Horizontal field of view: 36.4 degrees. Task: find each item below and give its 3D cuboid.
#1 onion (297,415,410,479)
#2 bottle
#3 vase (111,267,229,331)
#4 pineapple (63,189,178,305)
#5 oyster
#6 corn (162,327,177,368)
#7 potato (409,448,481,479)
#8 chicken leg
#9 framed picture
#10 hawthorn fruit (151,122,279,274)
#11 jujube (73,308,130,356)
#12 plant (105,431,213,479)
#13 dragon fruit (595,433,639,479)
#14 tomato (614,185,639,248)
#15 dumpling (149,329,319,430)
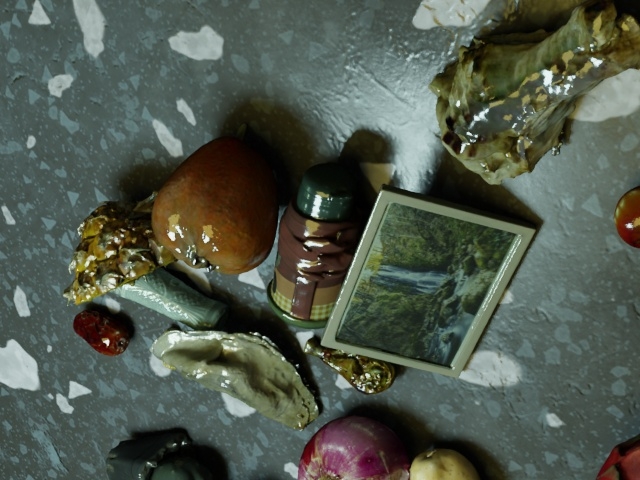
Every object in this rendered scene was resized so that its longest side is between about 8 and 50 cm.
[{"bbox_3d":[0.049,0.403,1.703,0.200,0.200,0.207,29,141,14],"label":"onion"},{"bbox_3d":[0.000,0.000,1.522,0.156,0.143,0.271,-121,32,-44],"label":"bottle"},{"bbox_3d":[-0.275,0.102,1.779,0.219,0.096,0.096,28,128,12],"label":"vase"},{"bbox_3d":[-0.336,0.002,1.650,0.334,0.161,0.158,-18,91,22],"label":"pineapple"},{"bbox_3d":[0.277,-0.188,1.246,0.337,0.133,0.198,-28,108,44],"label":"oyster"},{"bbox_3d":[-0.289,0.209,1.883,0.037,0.037,0.092,21,124,20],"label":"corn"},{"bbox_3d":[0.223,0.435,1.651,0.118,0.109,0.178,-30,106,4],"label":"potato"},{"bbox_3d":[0.046,0.206,1.660,0.178,0.070,0.093,22,152,35],"label":"chicken leg"},{"bbox_3d":[0.155,0.071,1.476,0.240,0.020,0.324,16,128,-8],"label":"framed picture"},{"bbox_3d":[-0.152,-0.073,1.532,0.199,0.251,0.199,15,167,4],"label":"hawthorn fruit"},{"bbox_3d":[-0.438,0.183,1.935,0.129,0.077,0.077,22,126,27],"label":"jujube"},{"bbox_3d":[-0.324,0.483,1.998,0.256,0.142,0.164,12,122,39],"label":"plant"},{"bbox_3d":[0.493,0.365,1.392,0.193,0.274,0.192,28,173,45],"label":"dragon fruit"},{"bbox_3d":[0.425,-0.035,1.274,0.087,0.075,0.087,-9,144,-7],"label":"tomato"},{"bbox_3d":[-0.138,0.244,1.724,0.332,0.086,0.166,26,134,-11],"label":"dumpling"}]
